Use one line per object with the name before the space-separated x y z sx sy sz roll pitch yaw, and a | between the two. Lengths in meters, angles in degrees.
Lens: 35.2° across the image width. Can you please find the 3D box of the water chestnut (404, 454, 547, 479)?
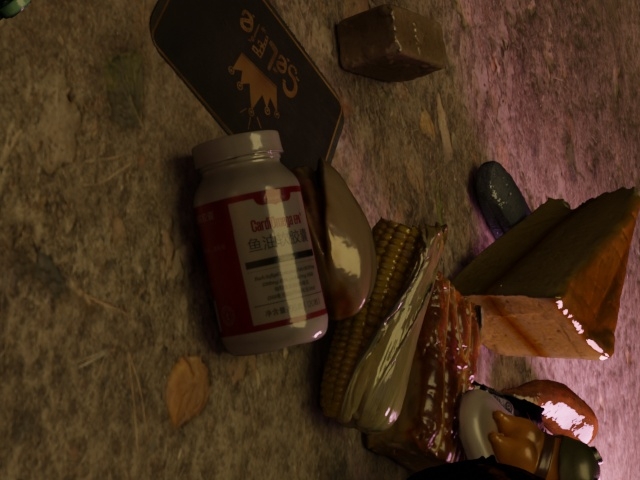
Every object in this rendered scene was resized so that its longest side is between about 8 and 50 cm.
water chestnut | 0.226 0.442 1.307 0.347 0.335 0.335 24 59 -50

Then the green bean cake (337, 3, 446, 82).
green bean cake | 0.115 -0.309 1.603 0.179 0.109 0.085 3 77 -57

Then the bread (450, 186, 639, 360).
bread | 0.398 0.008 1.754 0.245 0.233 0.362 44 57 -39

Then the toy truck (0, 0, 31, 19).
toy truck | -0.347 -0.203 0.915 0.080 0.078 0.154 52 53 -22

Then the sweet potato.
sweet potato | 0.430 0.310 1.892 0.291 0.097 0.097 32 54 -38

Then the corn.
corn | 0.090 0.107 1.354 0.123 0.122 0.305 27 78 -44

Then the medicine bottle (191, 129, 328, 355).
medicine bottle | -0.075 0.004 1.188 0.131 0.131 0.250 -11 89 -57

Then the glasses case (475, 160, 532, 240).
glasses case | 0.372 -0.030 1.934 0.282 0.067 0.109 54 37 -29

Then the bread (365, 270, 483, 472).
bread | 0.160 0.198 1.497 0.184 0.114 0.275 38 52 -44

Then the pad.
pad | -0.054 -0.253 1.372 0.375 0.063 0.315 49 42 -37

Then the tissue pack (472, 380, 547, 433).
tissue pack | 0.271 0.402 1.591 0.245 0.123 0.333 28 53 -43

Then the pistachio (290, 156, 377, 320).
pistachio | 0.000 0.000 1.295 0.144 0.144 0.215 1 68 -56

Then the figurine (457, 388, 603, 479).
figurine | 0.315 0.312 1.458 0.250 0.141 0.167 51 41 -29
